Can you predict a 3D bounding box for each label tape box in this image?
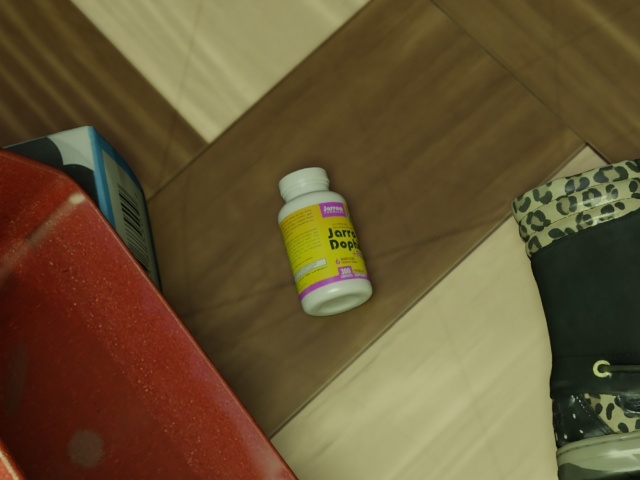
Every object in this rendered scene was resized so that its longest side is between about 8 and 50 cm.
[{"bbox_3d":[-0.259,0.104,0.833,0.347,0.115,0.249,-14,71,3],"label":"label tape box"}]

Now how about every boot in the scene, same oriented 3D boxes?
[{"bbox_3d":[0.229,0.033,0.793,0.236,0.085,0.179,-13,69,5],"label":"boot"}]

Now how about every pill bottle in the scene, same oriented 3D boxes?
[{"bbox_3d":[0.000,0.000,0.859,0.043,0.043,0.083,-18,71,3],"label":"pill bottle"}]

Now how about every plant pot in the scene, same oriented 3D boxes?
[{"bbox_3d":[-0.183,0.122,0.635,0.235,0.267,0.267,-41,73,9],"label":"plant pot"}]
